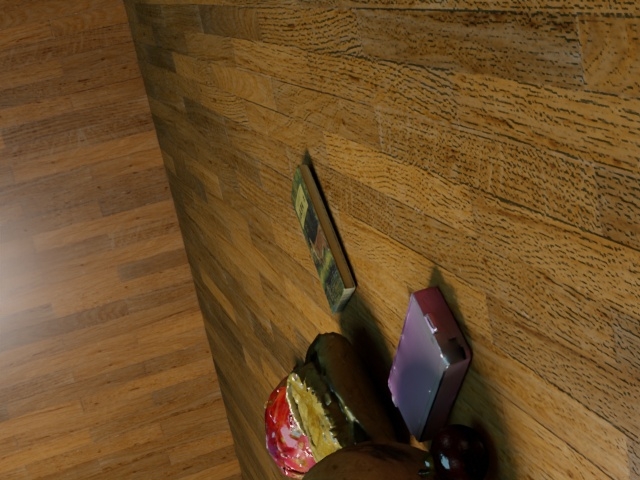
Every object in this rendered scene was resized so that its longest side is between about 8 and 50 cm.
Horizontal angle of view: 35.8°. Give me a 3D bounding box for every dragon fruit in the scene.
[{"bbox_3d":[-0.049,0.410,2.093,0.161,0.126,0.274,-179,73,-75],"label":"dragon fruit"}]

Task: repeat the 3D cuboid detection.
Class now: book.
[{"bbox_3d":[0.000,0.000,1.674,0.160,0.024,0.228,109,142,-70],"label":"book"}]

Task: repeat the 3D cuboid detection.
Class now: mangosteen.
[{"bbox_3d":[0.169,0.269,1.226,0.081,0.081,0.081,164,90,-76],"label":"mangosteen"}]

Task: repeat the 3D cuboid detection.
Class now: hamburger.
[{"bbox_3d":[0.044,0.294,1.622,0.285,0.134,0.265,60,159,22],"label":"hamburger"}]

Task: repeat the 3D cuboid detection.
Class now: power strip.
[{"bbox_3d":[0.139,0.171,1.308,0.279,0.037,0.109,96,153,-55],"label":"power strip"}]

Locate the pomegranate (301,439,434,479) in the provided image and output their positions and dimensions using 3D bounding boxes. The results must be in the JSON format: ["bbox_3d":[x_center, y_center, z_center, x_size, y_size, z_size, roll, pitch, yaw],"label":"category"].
[{"bbox_3d":[0.081,0.422,1.320,0.322,0.322,0.322,164,90,-76],"label":"pomegranate"}]
